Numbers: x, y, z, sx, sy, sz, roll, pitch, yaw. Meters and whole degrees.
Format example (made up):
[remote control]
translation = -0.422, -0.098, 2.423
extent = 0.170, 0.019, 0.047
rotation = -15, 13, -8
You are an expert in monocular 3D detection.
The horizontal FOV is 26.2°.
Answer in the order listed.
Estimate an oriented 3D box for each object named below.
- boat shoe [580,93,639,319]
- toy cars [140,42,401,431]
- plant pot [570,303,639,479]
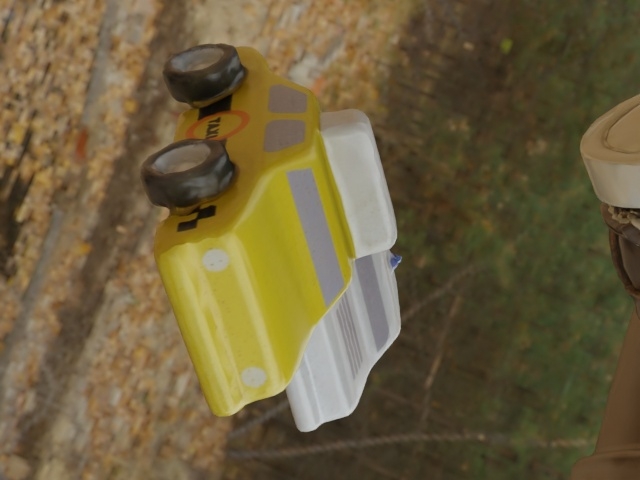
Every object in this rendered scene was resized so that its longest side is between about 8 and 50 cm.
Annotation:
[boat shoe]
translation = 0.253, -0.011, 0.479
extent = 0.116, 0.324, 0.096
rotation = -45, 124, -48
[toy cars]
translation = 0.000, 0.000, 0.681
extent = 0.393, 0.087, 0.176
rotation = 48, 32, -77
[plant pot]
translation = 0.295, 0.049, 0.715
extent = 0.323, 0.323, 0.280
rotation = 78, 17, -77
